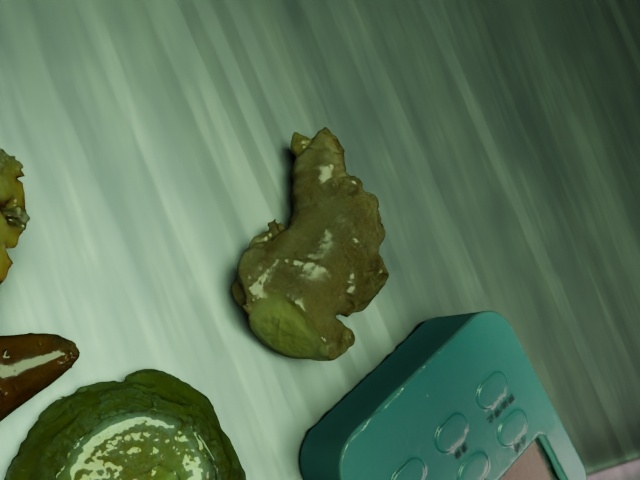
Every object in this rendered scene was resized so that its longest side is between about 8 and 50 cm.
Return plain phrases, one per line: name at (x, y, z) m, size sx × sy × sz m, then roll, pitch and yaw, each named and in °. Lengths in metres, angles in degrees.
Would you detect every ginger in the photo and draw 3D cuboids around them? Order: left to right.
ginger at (0.004, 0.003, 0.740) m, size 0.137 × 0.074 × 0.213 m, roll 28°, pitch 64°, yaw -15°

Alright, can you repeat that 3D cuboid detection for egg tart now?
egg tart at (-0.150, 0.200, 0.629) m, size 0.197 × 0.078 × 0.197 m, roll 4°, pitch 79°, yaw -20°

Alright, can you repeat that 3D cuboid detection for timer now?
timer at (0.135, 0.220, 0.738) m, size 0.232 × 0.091 × 0.250 m, roll -40°, pitch 99°, yaw -25°

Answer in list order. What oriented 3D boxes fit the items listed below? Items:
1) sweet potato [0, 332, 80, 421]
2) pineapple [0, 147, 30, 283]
sweet potato at (-0.343, 0.154, 0.541) m, size 0.359 × 0.112 × 0.112 m, roll -40°, pitch 95°, yaw -24°
pineapple at (-0.383, 0.048, 0.493) m, size 0.344 × 0.286 × 0.209 m, roll 4°, pitch 73°, yaw -66°
